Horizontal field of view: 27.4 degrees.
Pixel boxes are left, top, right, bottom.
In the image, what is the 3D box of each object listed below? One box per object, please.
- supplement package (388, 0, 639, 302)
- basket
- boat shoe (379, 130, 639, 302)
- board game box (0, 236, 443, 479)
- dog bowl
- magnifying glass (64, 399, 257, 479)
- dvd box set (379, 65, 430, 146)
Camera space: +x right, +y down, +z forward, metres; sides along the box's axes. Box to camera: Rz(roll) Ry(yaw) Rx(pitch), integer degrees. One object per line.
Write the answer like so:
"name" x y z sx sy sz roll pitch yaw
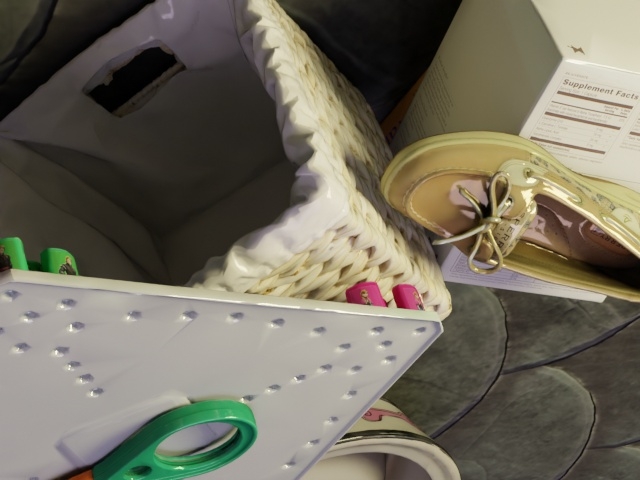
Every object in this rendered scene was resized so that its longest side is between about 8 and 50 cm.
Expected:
"supplement package" 0.221 -0.109 1.255 0.198 0.199 0.262 8 130 -23
"basket" -0.096 -0.017 1.221 0.328 0.331 0.266 -34 139 16
"boat shoe" 0.187 -0.016 1.129 0.285 0.089 0.104 12 129 -23
"board game box" -0.155 0.147 1.091 0.390 0.050 0.390 8 137 -34
"dog bowl" -0.025 0.351 1.752 0.408 0.150 0.408 -16 134 -17
"magnifying glass" -0.160 0.189 1.083 0.231 0.026 0.092 -25 146 5
"dvd box set" 0.254 -0.144 1.429 0.308 0.062 0.420 19 126 -36
